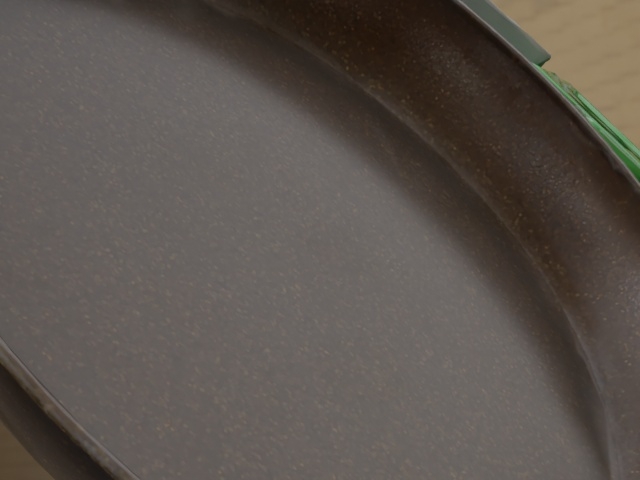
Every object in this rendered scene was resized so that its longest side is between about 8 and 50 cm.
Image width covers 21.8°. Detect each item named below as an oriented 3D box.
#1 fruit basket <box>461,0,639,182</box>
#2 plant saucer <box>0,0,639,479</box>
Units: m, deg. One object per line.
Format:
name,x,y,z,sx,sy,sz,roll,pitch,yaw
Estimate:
fruit basket,0.076,0.090,0.924,0.353,0.327,0.165,-50,-14,19
plant saucer,0.000,0.000,0.471,0.311,0.310,0.050,6,-44,-43
